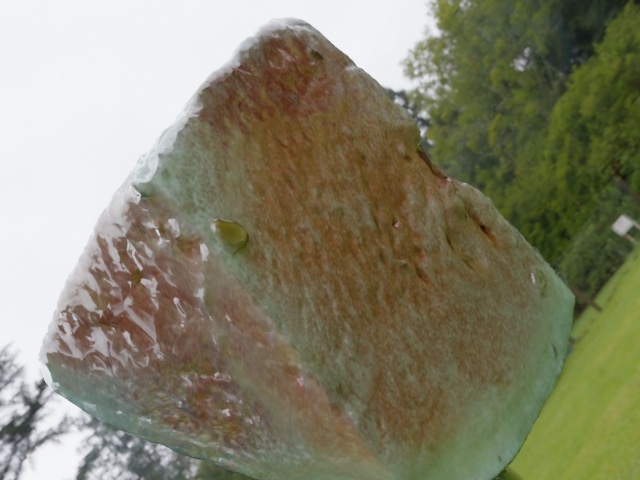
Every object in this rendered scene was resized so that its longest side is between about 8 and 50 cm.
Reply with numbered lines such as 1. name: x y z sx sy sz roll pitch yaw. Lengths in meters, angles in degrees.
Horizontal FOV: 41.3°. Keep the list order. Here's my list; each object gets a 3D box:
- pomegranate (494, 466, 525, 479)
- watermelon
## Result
1. pomegranate: 0.097 0.166 0.455 0.142 0.115 0.114 -15 -5 15
2. watermelon: 0.000 0.000 0.425 0.213 0.261 0.201 -55 -24 -47
